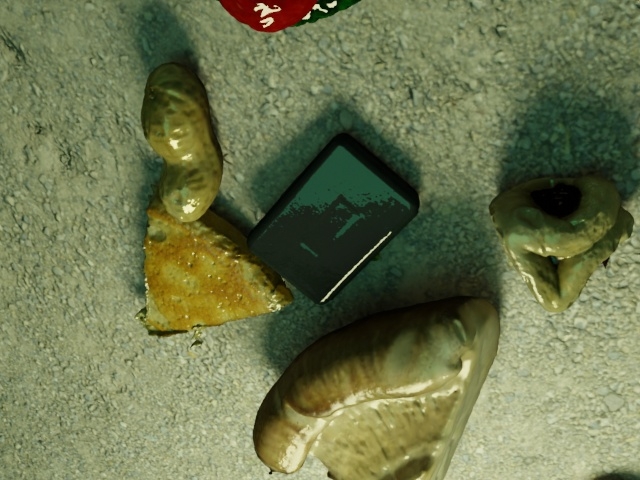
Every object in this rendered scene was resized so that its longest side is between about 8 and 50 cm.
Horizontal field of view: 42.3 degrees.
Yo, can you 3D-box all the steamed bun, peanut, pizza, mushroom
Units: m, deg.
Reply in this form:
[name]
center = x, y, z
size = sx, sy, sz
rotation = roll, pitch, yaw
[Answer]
[steamed bun]
center = 0.318, -0.013, 1.061
size = 0.155, 0.141, 0.172
rotation = -29, 112, 17
[peanut]
center = -0.193, -0.136, 1.165
size = 0.103, 0.098, 0.230
rotation = -18, 118, -14
[pizza]
center = -0.217, 0.060, 1.323
size = 0.280, 0.075, 0.287
rotation = 45, 126, -7
[mushroom]
center = 0.091, 0.207, 1.248
size = 0.313, 0.224, 0.397
rotation = 28, 120, 18

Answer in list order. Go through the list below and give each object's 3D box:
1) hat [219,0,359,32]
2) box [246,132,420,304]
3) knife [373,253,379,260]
[hat]
center = -0.044, -0.327, 0.853
size = 0.274, 0.332, 0.242
rotation = -31, 109, 30
[box]
center = 0.016, -0.026, 1.179
size = 0.160, 0.050, 0.230
rotation = 39, 117, -8
[knife]
center = 0.000, 0.000, 1.237
size = 0.184, 0.026, 0.022
rotation = 16, 165, 6
